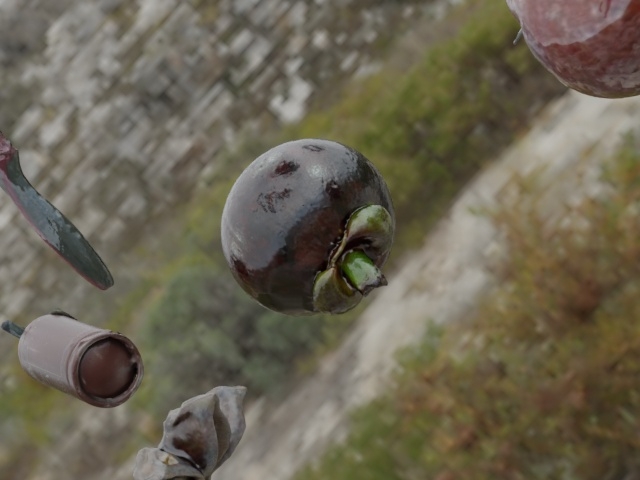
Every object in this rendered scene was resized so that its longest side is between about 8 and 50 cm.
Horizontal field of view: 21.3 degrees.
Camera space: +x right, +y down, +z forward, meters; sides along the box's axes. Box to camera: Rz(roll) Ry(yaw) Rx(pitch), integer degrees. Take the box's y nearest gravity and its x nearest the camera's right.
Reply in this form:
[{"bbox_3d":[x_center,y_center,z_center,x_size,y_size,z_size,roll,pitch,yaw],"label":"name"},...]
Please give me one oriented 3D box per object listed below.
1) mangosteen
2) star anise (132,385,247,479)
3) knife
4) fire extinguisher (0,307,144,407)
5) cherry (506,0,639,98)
[{"bbox_3d":[-0.010,-0.002,1.991,0.216,0.216,0.216,-47,5,6],"label":"mangosteen"},{"bbox_3d":[-0.142,0.229,1.652,0.212,0.073,0.197,-60,-5,-1],"label":"star anise"},{"bbox_3d":[-0.241,-0.057,1.293,0.035,0.247,0.018,-33,12,37],"label":"knife"},{"bbox_3d":[-0.321,0.142,2.156,0.105,0.105,0.269,-49,25,-15],"label":"fire extinguisher"},{"bbox_3d":[0.285,-0.261,1.657,0.213,0.236,0.285,-34,0,-41],"label":"cherry"}]
